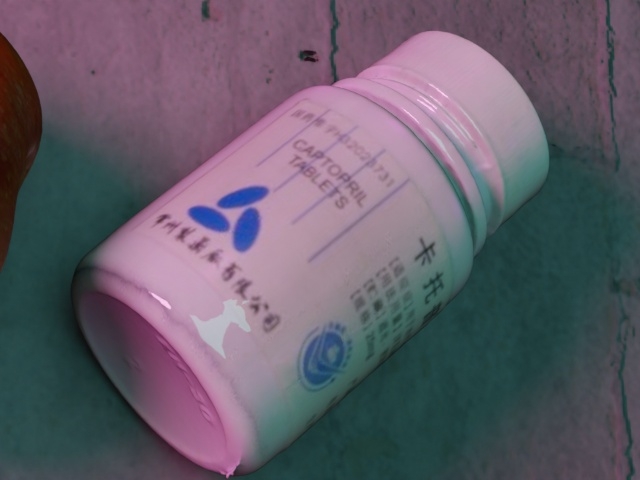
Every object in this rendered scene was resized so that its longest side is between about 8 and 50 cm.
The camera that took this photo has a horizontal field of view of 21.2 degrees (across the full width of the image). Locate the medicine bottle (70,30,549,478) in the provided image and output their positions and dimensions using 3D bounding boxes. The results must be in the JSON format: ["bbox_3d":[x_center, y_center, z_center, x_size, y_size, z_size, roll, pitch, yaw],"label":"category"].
[{"bbox_3d":[0.000,0.000,1.078,0.293,0.170,0.170,-40,93,-27],"label":"medicine bottle"}]

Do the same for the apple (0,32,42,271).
[{"bbox_3d":[-0.285,-0.043,0.936,0.241,0.242,0.242,21,70,-14],"label":"apple"}]
